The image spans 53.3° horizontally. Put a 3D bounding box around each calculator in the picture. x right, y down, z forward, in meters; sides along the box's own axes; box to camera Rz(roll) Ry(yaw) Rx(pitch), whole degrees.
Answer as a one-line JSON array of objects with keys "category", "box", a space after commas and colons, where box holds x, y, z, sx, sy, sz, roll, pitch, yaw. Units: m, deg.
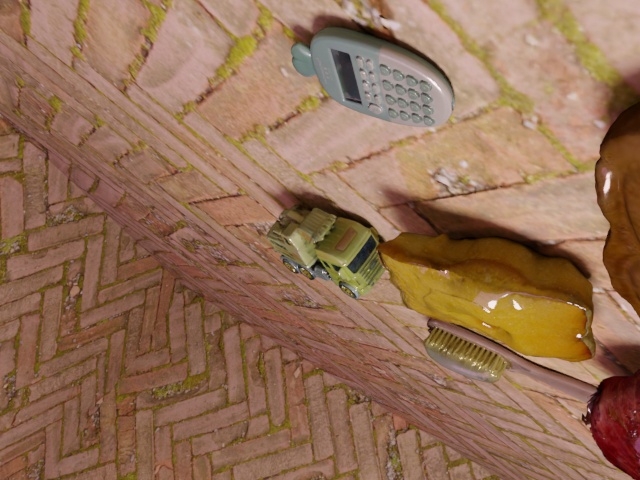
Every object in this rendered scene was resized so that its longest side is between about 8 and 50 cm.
[{"category": "calculator", "box": [0.040, -0.135, 0.531, 0.153, 0.021, 0.095, 26, 163, 24]}]

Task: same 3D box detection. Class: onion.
[{"category": "onion", "box": [0.382, 0.224, 0.701, 0.184, 0.147, 0.184, 22, 149, 14]}]

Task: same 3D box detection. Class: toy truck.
[{"category": "toy truck", "box": [0.000, 0.000, 0.910, 0.191, 0.085, 0.116, 20, 155, 46]}]

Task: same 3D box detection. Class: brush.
[{"category": "brush", "box": [0.291, 0.205, 0.981, 0.313, 0.067, 0.072, 20, 159, 35]}]

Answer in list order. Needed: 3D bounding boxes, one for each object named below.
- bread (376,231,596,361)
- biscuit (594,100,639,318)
[{"category": "bread", "box": [0.186, 0.054, 0.699, 0.233, 0.088, 0.161, 21, 165, 32]}, {"category": "biscuit", "box": [0.339, 0.043, 0.403, 0.359, 0.074, 0.381, 30, 161, 21]}]
